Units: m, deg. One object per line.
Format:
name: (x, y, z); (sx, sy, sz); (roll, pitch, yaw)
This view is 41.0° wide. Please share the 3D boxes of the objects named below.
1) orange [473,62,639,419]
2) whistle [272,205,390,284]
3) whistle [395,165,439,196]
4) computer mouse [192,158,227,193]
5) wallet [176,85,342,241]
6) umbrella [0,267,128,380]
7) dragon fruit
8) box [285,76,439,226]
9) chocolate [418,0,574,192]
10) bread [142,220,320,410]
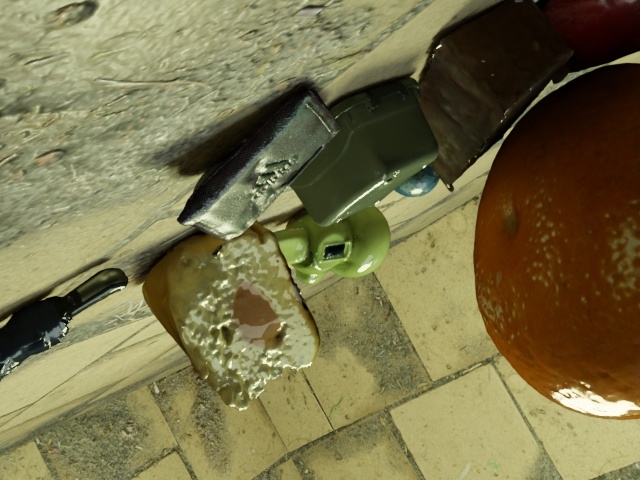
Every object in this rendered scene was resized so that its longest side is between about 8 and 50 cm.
orange: (0.371, 0.005, 1.015); (0.326, 0.423, 0.424); (10, 161, -14)
whistle: (-0.005, -0.004, 1.368); (0.294, 0.141, 0.141); (0, 156, -36)
whistle: (0.122, -0.096, 1.244); (0.090, 0.090, 0.158); (-24, 171, -39)
computer mouse: (-0.087, -0.061, 0.846); (0.110, 0.032, 0.056); (-26, 154, -39)
wallet: (-0.056, -0.069, 0.790); (0.166, 0.030, 0.111); (-45, 162, 4)
umbrella: (-0.332, 0.100, 0.970); (0.248, 0.071, 0.071); (-36, 173, 2)
dragon fruit: (0.335, -0.259, 0.892); (0.282, 0.100, 0.344); (-15, 164, -49)
box: (0.043, -0.088, 0.924); (0.124, 0.092, 0.172); (-25, 172, -37)
chocolate: (0.176, -0.159, 0.961); (0.112, 0.112, 0.321); (-38, 173, -7)
bread: (-0.110, 0.084, 1.123); (0.184, 0.224, 0.211); (-33, 167, -18)
